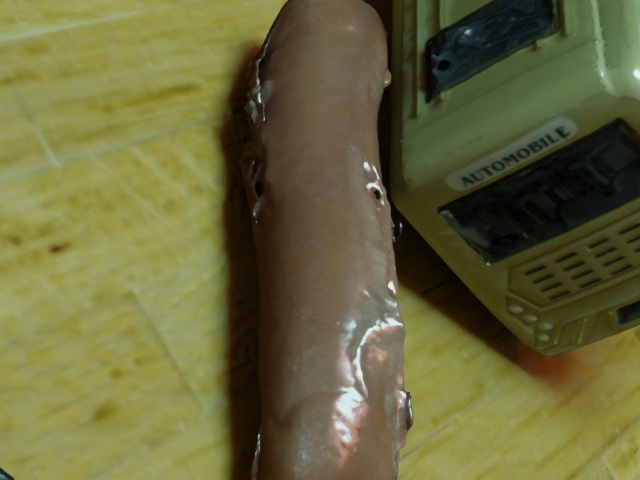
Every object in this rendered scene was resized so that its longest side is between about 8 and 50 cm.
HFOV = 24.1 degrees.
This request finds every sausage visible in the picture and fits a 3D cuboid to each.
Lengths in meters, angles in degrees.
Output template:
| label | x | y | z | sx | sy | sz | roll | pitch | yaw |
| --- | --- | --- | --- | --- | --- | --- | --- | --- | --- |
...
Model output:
| label | x | y | z | sx | sy | sz | roll | pitch | yaw |
| --- | --- | --- | --- | --- | --- | --- | --- | --- | --- |
| sausage | 0.001 | 0.000 | 0.684 | 0.078 | 0.078 | 0.304 | 27 | 44 | -32 |

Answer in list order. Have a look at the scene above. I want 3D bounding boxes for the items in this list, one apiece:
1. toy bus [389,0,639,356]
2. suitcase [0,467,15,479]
| label | x | y | z | sx | sy | sz | roll | pitch | yaw |
| --- | --- | --- | --- | --- | --- | --- | --- | --- | --- |
| toy bus | 0.143 | -0.135 | 0.841 | 0.202 | 0.177 | 0.365 | 39 | 37 | -34 |
| suitcase | -0.149 | 0.081 | 0.445 | 0.126 | 0.086 | 0.059 | 43 | 23 | -16 |
